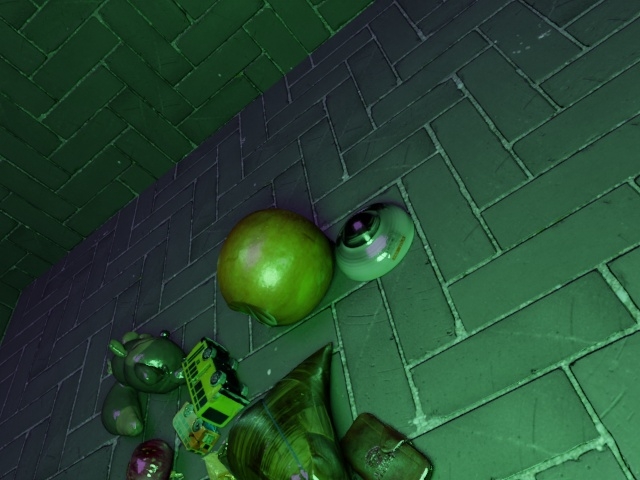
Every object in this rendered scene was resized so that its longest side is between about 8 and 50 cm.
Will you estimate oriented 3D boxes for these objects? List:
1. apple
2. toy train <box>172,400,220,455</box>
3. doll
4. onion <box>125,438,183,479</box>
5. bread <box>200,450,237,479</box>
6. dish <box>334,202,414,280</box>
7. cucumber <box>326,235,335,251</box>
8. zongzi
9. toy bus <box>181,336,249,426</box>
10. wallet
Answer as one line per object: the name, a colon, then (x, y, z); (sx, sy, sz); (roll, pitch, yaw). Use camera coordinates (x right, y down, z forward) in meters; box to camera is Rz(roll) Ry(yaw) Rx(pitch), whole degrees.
apple: (-0.144, 0.096, 1.648); (0.374, 0.374, 0.384); (-67, 10, -25)
toy train: (-0.385, 0.575, 1.642); (0.188, 0.072, 0.099); (26, 83, 53)
doll: (-0.594, 0.502, 1.854); (0.382, 0.252, 0.379); (4, 92, 51)
onion: (-0.508, 0.689, 1.599); (0.177, 0.153, 0.177); (-25, 56, 42)
bread: (-0.230, 0.629, 1.438); (0.152, 0.127, 0.147); (-26, 23, -30)
dish: (0.134, -0.026, 1.615); (0.273, 0.134, 0.273); (-28, 39, 25)
cucumber: (0.000, 0.000, 1.800); (0.053, 0.053, 0.181); (-48, 38, -1)
zongzi: (0.000, 0.430, 1.273); (0.432, 0.208, 0.403); (-47, 25, -26)
toy bus: (-0.338, 0.438, 1.670); (0.150, 0.128, 0.262); (-46, 36, 3)
wallet: (0.140, 0.492, 1.207); (0.255, 0.031, 0.137); (21, 76, 54)
